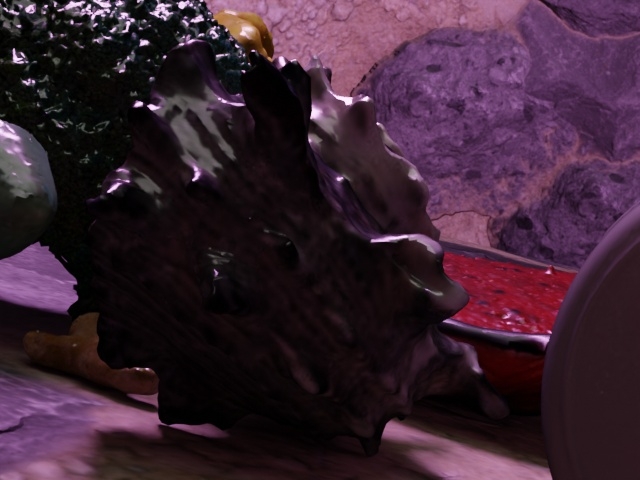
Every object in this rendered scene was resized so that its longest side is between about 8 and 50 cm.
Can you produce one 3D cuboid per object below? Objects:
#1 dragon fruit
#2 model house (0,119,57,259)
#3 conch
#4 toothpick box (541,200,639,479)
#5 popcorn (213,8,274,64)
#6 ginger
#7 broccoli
[{"bbox_3d":[0.117,0.071,1.001,0.344,0.100,0.282,10,7,-8],"label":"dragon fruit"},{"bbox_3d":[-0.286,-0.058,0.618,0.298,0.243,0.284,-4,19,-36],"label":"model house"},{"bbox_3d":[-0.010,-0.006,0.758,0.186,0.240,0.313,-22,-23,21],"label":"conch"},{"bbox_3d":[0.265,0.091,0.679,0.229,0.229,0.316,18,5,40],"label":"toothpick box"},{"bbox_3d":[-0.140,-0.148,1.514,0.290,0.321,0.326,16,24,25],"label":"popcorn"},{"bbox_3d":[-0.126,0.067,0.798,0.097,0.030,0.048,13,32,26],"label":"ginger"},{"bbox_3d":[-0.171,-0.050,0.939,0.297,0.297,0.297,-27,-9,18],"label":"broccoli"}]
